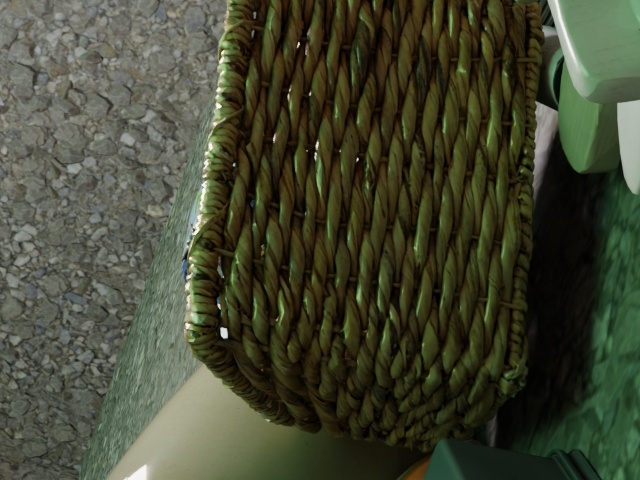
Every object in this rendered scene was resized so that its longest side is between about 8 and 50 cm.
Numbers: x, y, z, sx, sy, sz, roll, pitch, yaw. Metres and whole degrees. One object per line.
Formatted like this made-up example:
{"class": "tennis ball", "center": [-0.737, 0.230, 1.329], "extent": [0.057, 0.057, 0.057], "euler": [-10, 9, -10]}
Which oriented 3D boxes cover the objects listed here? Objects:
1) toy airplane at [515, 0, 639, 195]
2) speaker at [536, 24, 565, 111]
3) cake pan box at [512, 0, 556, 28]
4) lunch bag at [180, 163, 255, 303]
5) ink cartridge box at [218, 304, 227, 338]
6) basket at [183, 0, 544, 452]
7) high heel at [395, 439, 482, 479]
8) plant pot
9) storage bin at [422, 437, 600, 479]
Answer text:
{"class": "toy airplane", "center": [0.174, -0.219, 0.923], "extent": [0.384, 0.272, 0.386], "euler": [69, 162, -9]}
{"class": "speaker", "center": [0.169, -0.118, 1.196], "extent": [0.136, 0.055, 0.055], "euler": [-128, 55, -75]}
{"class": "cake pan box", "center": [0.166, -0.271, 1.377], "extent": [0.245, 0.070, 0.266], "euler": [122, 160, -61]}
{"class": "lunch bag", "center": [0.000, 0.000, 1.427], "extent": [0.176, 0.219, 0.090], "euler": [125, 157, -56]}
{"class": "ink cartridge box", "center": [-0.025, 0.118, 1.559], "extent": [0.154, 0.093, 0.212], "euler": [-34, 44, 38]}
{"class": "basket", "center": [0.013, -0.020, 1.174], "extent": [0.213, 0.223, 0.299], "euler": [124, 153, -66]}
{"class": "high heel", "center": [0.097, 0.220, 1.139], "extent": [0.082, 0.117, 0.244], "euler": [-28, 10, 11]}
{"class": "plant pot", "center": [-0.013, 0.160, 1.314], "extent": [0.274, 0.256, 0.256], "euler": [-64, 4, -34]}
{"class": "storage bin", "center": [0.109, 0.175, 1.011], "extent": [0.135, 0.091, 0.098], "euler": [-111, 38, -72]}
